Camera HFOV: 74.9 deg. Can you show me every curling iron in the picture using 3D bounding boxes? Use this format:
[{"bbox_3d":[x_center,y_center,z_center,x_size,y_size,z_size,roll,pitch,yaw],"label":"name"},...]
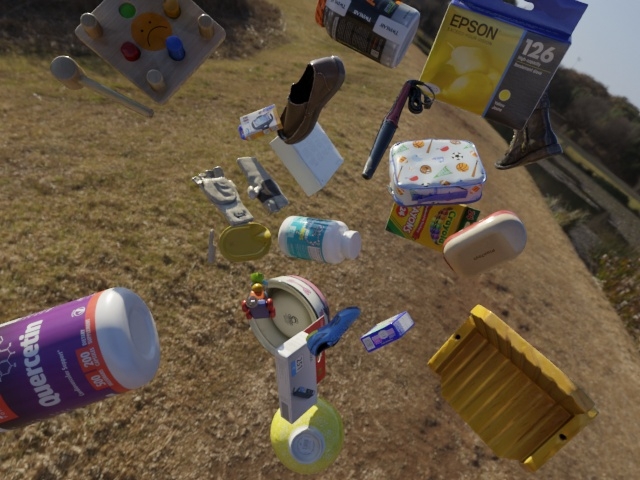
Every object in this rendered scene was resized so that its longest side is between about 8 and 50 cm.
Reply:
[{"bbox_3d":[0.142,-0.212,0.772,0.068,0.035,0.274,30,60,6],"label":"curling iron"}]

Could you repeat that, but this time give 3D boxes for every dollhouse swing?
[{"bbox_3d":[0.433,0.370,1.026,0.347,0.315,0.305,46,16,32],"label":"dollhouse swing"}]

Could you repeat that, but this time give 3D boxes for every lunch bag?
[{"bbox_3d":[0.366,-0.213,1.356,0.304,0.115,0.243,-4,54,3],"label":"lunch bag"}]

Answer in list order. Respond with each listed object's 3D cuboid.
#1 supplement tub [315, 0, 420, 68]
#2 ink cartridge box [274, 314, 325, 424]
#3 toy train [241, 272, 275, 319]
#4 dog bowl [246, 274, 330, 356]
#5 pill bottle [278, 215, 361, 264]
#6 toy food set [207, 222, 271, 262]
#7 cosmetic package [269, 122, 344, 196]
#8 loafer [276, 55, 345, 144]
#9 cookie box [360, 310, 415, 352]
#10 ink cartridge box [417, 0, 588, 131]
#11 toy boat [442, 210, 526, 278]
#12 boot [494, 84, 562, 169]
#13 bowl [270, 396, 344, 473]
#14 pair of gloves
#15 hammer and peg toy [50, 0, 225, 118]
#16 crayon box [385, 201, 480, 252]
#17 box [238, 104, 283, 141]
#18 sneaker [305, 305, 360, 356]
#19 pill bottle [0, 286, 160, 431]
[{"bbox_3d":[0.092,-0.441,0.844,0.190,0.117,0.117,30,29,6],"label":"supplement tub"},{"bbox_3d":[-0.043,0.454,1.489,0.066,0.296,0.261,17,31,36],"label":"ink cartridge box"},{"bbox_3d":[-0.218,0.175,1.446,0.105,0.248,0.143,-4,63,-2],"label":"toy train"},{"bbox_3d":[-0.133,0.337,1.882,0.408,0.408,0.150,44,36,12],"label":"dog bowl"},{"bbox_3d":[0.000,0.000,1.411,0.264,0.146,0.146,8,16,30],"label":"pill bottle"},{"bbox_3d":[-0.270,0.013,1.425,0.071,0.218,0.128,71,14,-81],"label":"toy food set"},{"bbox_3d":[-0.049,-0.399,1.905,0.284,0.097,0.377,51,31,-12],"label":"cosmetic package"},{"bbox_3d":[-0.067,-0.466,1.390,0.130,0.366,0.133,-8,63,-38],"label":"loafer"},{"bbox_3d":[0.156,0.208,0.963,0.107,0.092,0.040,-12,71,-60],"label":"cookie box"},{"bbox_3d":[0.439,-0.472,1.050,0.304,0.307,0.072,23,34,8],"label":"ink cartridge box"},{"bbox_3d":[0.468,-0.004,1.212,0.151,0.231,0.151,50,25,-22],"label":"toy boat"},{"bbox_3d":[0.587,-0.336,1.216,0.091,0.263,0.229,-16,92,-15],"label":"boot"},{"bbox_3d":[-0.050,0.743,1.561,0.289,0.289,0.156,39,-5,4],"label":"bowl"},{"bbox_3d":[-0.217,-0.139,1.187,0.204,0.042,0.240,50,44,11],"label":"pair of gloves"},{"bbox_3d":[-0.436,-0.457,1.015,0.266,0.361,0.127,39,-8,-9],"label":"hammer and peg toy"},{"bbox_3d":[0.438,-0.080,1.656,0.319,0.202,0.081,23,16,25],"label":"crayon box"},{"bbox_3d":[-0.193,-0.365,1.307,0.028,0.136,0.081,66,5,-66],"label":"box"},{"bbox_3d":[0.052,0.297,1.346,0.069,0.209,0.082,57,-4,-39],"label":"sneaker"},{"bbox_3d":[-0.465,0.211,0.726,0.323,0.181,0.181,-19,48,-4],"label":"pill bottle"}]
